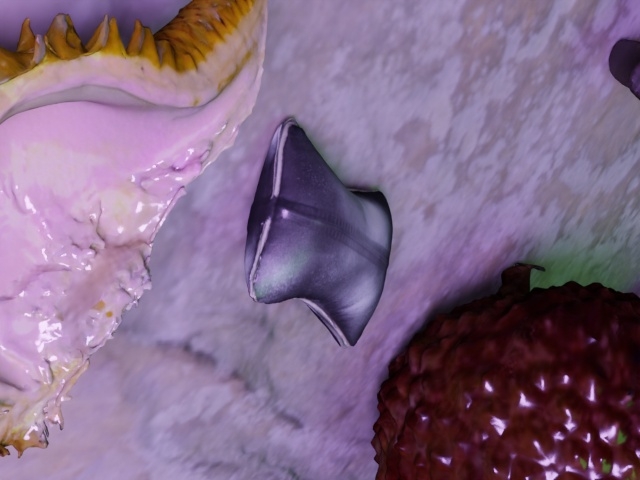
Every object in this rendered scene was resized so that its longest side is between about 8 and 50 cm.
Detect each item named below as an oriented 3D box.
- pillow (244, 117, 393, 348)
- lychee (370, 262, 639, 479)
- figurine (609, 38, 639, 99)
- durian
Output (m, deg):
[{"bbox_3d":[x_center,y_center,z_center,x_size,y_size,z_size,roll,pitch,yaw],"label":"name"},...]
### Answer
[{"bbox_3d":[0.002,0.001,0.587,0.091,0.055,0.136,-55,152,-3],"label":"pillow"},{"bbox_3d":[0.162,0.144,0.787,0.264,0.300,0.264,-4,143,-3],"label":"lychee"},{"bbox_3d":[0.318,-0.187,0.736,0.192,0.167,0.256,-25,143,-62],"label":"figurine"},{"bbox_3d":[-0.099,-0.031,0.402,0.224,0.078,0.140,-52,139,-25],"label":"durian"}]
